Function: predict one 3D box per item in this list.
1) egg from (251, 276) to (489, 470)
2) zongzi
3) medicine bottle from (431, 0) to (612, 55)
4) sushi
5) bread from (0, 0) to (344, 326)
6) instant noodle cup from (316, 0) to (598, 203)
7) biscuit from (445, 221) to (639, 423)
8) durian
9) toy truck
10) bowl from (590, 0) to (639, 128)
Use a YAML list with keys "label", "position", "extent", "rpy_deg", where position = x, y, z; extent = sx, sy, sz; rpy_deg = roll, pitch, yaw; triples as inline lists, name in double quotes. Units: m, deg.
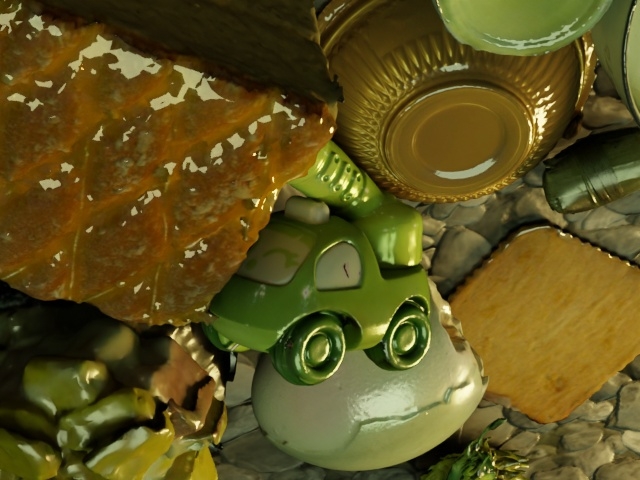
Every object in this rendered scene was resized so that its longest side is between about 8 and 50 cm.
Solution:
- label: "egg"
  position: [0.036, 0.129, 1.595]
  extent: [0.217, 0.183, 0.183]
  rpy_deg: [-30, 132, 8]
- label: "zongzi"
  position: [0.269, -0.072, 1.492]
  extent: [0.154, 0.062, 0.130]
  rpy_deg: [-21, 177, 11]
- label: "medicine bottle"
  position: [0.146, -0.233, 1.277]
  extent: [0.147, 0.143, 0.147]
  rpy_deg: [-1, 136, -1]
- label: "sushi"
  position: [-0.236, 0.153, 1.513]
  extent: [0.328, 0.285, 0.328]
  rpy_deg: [3, 136, -10]
- label: "bread"
  position: [-0.170, -0.106, 1.318]
  extent: [0.279, 0.207, 0.279]
  rpy_deg: [16, 132, -23]
- label: "instant noodle cup"
  position: [0.112, -0.111, 1.435]
  extent: [0.274, 0.091, 0.274]
  rpy_deg: [-4, 134, -4]
- label: "biscuit"
  position: [0.223, 0.089, 1.704]
  extent: [0.232, 0.013, 0.237]
  rpy_deg: [23, 128, -27]
- label: "durian"
  position: [0.167, 0.289, 1.829]
  extent: [0.132, 0.106, 0.375]
  rpy_deg: [-6, 136, 2]
- label: "toy truck"
  position: [0.010, 0.015, 1.427]
  extent: [0.187, 0.148, 0.210]
  rpy_deg: [16, 91, -40]
- label: "bowl"
  position: [0.307, -0.190, 1.329]
  extent: [0.238, 0.126, 0.238]
  rpy_deg: [-12, 122, -20]
